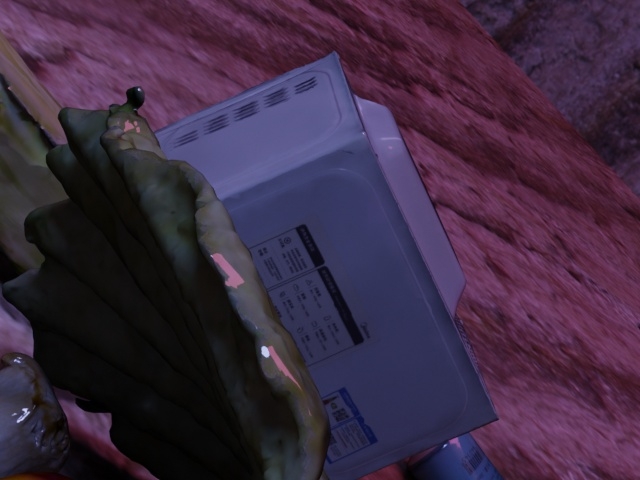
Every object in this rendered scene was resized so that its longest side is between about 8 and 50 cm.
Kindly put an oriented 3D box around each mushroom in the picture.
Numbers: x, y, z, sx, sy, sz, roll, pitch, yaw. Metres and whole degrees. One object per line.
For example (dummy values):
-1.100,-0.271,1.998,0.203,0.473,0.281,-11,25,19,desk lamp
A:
-0.180,0.088,0.849,0.059,0.054,0.202,50,23,19,mushroom

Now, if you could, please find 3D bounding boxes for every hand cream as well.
0.137,0.205,1.310,0.224,0.048,0.083,48,17,-4,hand cream

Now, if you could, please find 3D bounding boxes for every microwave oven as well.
-0.005,0.022,1.112,0.122,0.162,0.208,-106,172,-61,microwave oven

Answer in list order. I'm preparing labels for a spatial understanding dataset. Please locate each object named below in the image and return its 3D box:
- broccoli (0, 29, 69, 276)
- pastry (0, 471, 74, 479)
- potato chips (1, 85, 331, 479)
-0.228,-0.127,1.021,0.252,0.221,0.361,36,-15,33,broccoli
-0.096,0.167,0.644,0.237,0.170,0.256,38,12,-25,pastry
-0.028,0.111,0.840,0.373,0.097,0.389,63,-12,-27,potato chips
